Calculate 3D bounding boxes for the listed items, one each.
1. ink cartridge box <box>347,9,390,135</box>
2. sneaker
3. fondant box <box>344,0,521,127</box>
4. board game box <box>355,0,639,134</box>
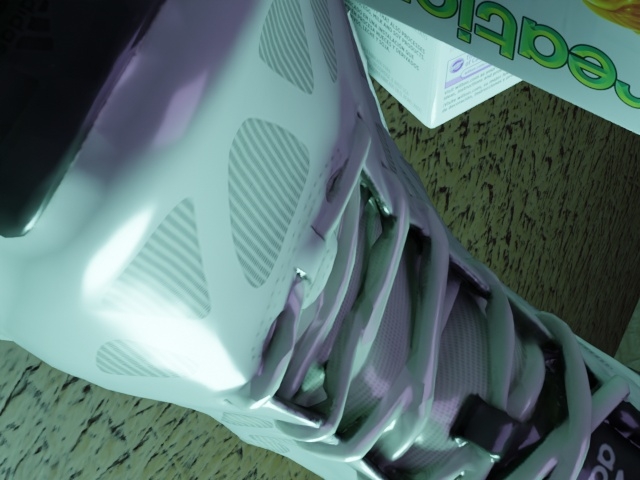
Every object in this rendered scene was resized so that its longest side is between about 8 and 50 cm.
[{"bbox_3d":[0.000,0.000,0.896,0.224,0.056,0.181,59,37,-66],"label":"ink cartridge box"},{"bbox_3d":[0.035,0.020,0.535,0.169,0.258,0.447,-59,172,-5],"label":"sneaker"},{"bbox_3d":[0.133,-0.244,0.841,0.238,0.096,0.330,-29,148,-24],"label":"fondant box"},{"bbox_3d":[0.074,-0.150,0.588,0.053,0.305,0.193,-49,156,-32],"label":"board game box"}]
